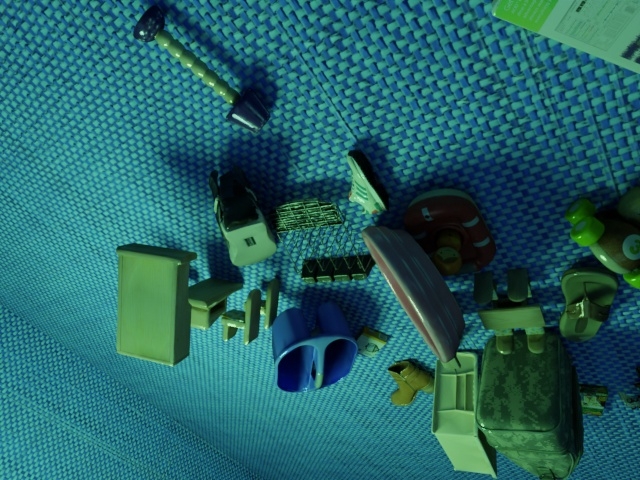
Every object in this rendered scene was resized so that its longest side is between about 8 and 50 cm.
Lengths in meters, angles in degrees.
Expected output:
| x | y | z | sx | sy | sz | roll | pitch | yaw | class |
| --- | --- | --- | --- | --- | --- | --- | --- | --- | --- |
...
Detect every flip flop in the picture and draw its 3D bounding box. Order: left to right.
| x | y | z | sx | sy | sz | roll | pitch | yaw | class |
| --- | --- | --- | --- | --- | --- | --- | --- | --- | --- |
| 0.599 | 0.159 | 0.996 | 0.112 | 0.080 | 0.277 | 2 | 135 | 20 | flip flop |

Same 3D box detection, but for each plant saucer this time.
| x | y | z | sx | sy | sz | roll | pitch | yaw | class |
| --- | --- | --- | --- | --- | --- | --- | --- | --- | --- |
| 0.207 | 0.100 | 0.959 | 0.084 | 0.332 | 0.332 | -31 | 125 | 1 | plant saucer |

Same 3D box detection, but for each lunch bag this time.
| x | y | z | sx | sy | sz | roll | pitch | yaw | class |
| --- | --- | --- | --- | --- | --- | --- | --- | --- | --- |
| 0.549 | 0.415 | 1.128 | 0.212 | 0.305 | 0.256 | -14 | 125 | 36 | lunch bag |

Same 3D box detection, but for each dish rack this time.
| x | y | z | sx | sy | sz | roll | pitch | yaw | class |
| --- | --- | --- | --- | --- | --- | --- | --- | --- | --- |
| 0.000 | 0.000 | 1.078 | 0.208 | 0.074 | 0.272 | -7 | 130 | 26 | dish rack |

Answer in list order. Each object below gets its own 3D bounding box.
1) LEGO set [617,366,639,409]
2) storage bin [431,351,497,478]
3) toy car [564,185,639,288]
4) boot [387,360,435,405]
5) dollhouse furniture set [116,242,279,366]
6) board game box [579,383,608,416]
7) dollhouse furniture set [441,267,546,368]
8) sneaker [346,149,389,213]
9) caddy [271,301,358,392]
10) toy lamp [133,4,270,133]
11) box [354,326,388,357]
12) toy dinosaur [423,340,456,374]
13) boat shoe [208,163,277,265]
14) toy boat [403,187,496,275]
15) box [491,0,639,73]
| x | y | z | sx | sy | sz | roll | pitch | yaw | class |
| --- | --- | --- | --- | --- | --- | --- | --- | --- | --- |
| 0.928 | 0.397 | 1.161 | 0.244 | 0.060 | 0.183 | 15 | 126 | 4 | LEGO set |
| 0.428 | 0.502 | 1.291 | 0.123 | 0.261 | 0.262 | -10 | 131 | 28 | storage bin |
| 0.565 | -0.041 | 0.767 | 0.155 | 0.149 | 0.188 | 37 | 126 | -3 | toy car |
| 0.272 | 0.470 | 1.465 | 0.152 | 0.073 | 0.197 | 39 | 123 | -21 | boot |
| -0.342 | 0.123 | 1.177 | 0.361 | 0.394 | 0.257 | 8 | 100 | 15 | dollhouse furniture set |
| 0.701 | 0.467 | 1.321 | 0.259 | 0.030 | 0.136 | -1 | 136 | 22 | board game box |
| 0.407 | 0.209 | 1.064 | 0.241 | 0.161 | 0.212 | -11 | 129 | 31 | dollhouse furniture set |
| 0.082 | -0.114 | 0.931 | 0.075 | 0.057 | 0.161 | -18 | 129 | 28 | sneaker |
| -0.022 | 0.337 | 1.297 | 0.241 | 0.179 | 0.342 | -8 | 139 | -13 | caddy |
| -0.213 | -0.310 | 0.831 | 0.274 | 0.080 | 0.080 | 40 | 135 | -16 | toy lamp |
| 0.148 | 0.326 | 1.393 | 0.081 | 0.028 | 0.136 | 24 | 141 | -4 | box |
| 0.342 | 0.285 | 1.206 | 0.112 | 0.211 | 0.064 | 28 | 99 | 20 | toy dinosaur |
| -0.188 | -0.053 | 1.076 | 0.127 | 0.158 | 0.341 | -17 | 163 | -11 | boat shoe |
| 0.265 | 0.008 | 0.916 | 0.150 | 0.151 | 0.231 | -17 | 126 | 34 | toy boat |
| 0.422 | -0.348 | 0.553 | 0.321 | 0.059 | 0.232 | 21 | 138 | -2 | box |
